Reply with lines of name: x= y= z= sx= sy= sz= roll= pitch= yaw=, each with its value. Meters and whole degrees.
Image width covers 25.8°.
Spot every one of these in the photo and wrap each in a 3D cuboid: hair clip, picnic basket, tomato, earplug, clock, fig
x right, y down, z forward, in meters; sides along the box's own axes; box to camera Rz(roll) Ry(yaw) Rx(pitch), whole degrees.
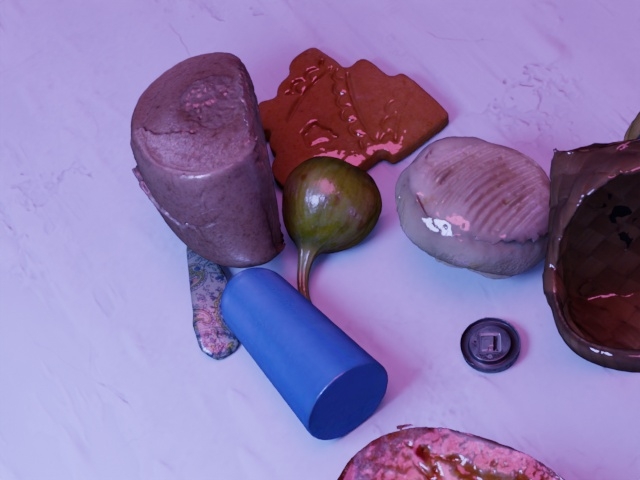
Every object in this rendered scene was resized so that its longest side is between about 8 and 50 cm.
hair clip: x=-0.165 y=0.073 z=2.048 sx=0.066 sy=0.036 sz=0.229 roll=-12 pitch=54 yaw=-6
picnic basket: x=0.428 y=0.054 z=1.752 sx=0.293 sy=0.337 sz=0.337 roll=-8 pitch=54 yaw=8
tomato: x=0.153 y=0.399 z=1.692 sx=0.338 sy=0.143 sz=0.338 roll=-5 pitch=59 yaw=8
earplug: x=-0.040 y=0.138 z=1.928 sx=0.132 sy=0.132 sz=0.273 roll=-35 pitch=53 yaw=-14
clock: x=0.235 y=0.145 z=1.931 sx=0.085 sy=0.017 sz=0.085 roll=-5 pitch=54 yaw=7
fig: x=0.000 y=0.000 z=2.039 sx=0.149 sy=0.149 sz=0.245 roll=13 pitch=78 yaw=19

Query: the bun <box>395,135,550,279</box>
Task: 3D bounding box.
bun: x=0.217 y=-0.040 z=1.985 sx=0.239 sy=0.141 sz=0.239 roll=8 pitch=42 yaw=-8

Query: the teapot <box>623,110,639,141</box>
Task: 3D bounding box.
teapot: x=0.540 y=-0.128 z=1.960 sx=0.269 sy=0.173 sz=0.182 roll=-10 pitch=7 yaw=-30

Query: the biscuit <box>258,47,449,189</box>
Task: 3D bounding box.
biscuit: x=0.048 y=-0.196 z=2.192 sx=0.306 sy=0.043 sz=0.284 roll=-1 pitch=55 yaw=10

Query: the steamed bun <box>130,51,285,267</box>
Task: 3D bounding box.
steamed bun: x=-0.173 y=-0.107 z=2.040 sx=0.199 sy=0.251 sz=0.301 roll=-12 pitch=42 yaw=-2
